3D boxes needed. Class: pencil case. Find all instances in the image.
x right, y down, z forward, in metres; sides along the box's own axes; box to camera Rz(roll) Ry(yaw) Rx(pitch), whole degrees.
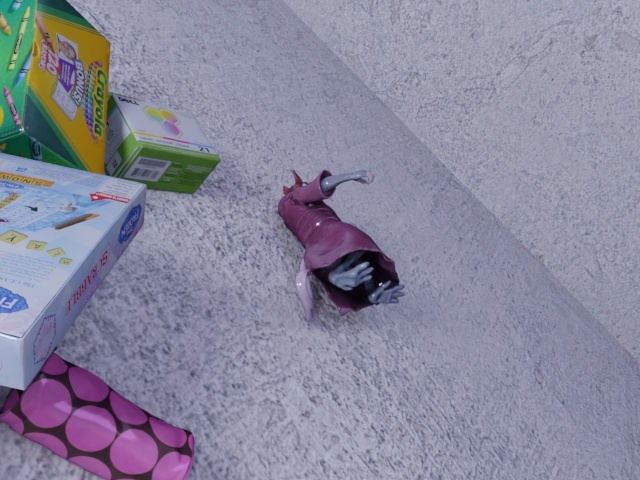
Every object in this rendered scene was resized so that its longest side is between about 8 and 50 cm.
[{"bbox_3d":[-0.241,0.205,0.766,0.209,0.095,0.098,39,10,-16],"label":"pencil case"}]

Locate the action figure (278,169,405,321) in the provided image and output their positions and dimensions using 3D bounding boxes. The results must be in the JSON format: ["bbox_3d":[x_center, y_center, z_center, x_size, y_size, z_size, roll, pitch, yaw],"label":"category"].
[{"bbox_3d":[0.000,0.000,1.375,0.276,0.248,0.370,-26,50,-18],"label":"action figure"}]

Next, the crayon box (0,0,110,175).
[{"bbox_3d":[-0.400,-0.225,1.016,0.165,0.081,0.278,45,35,-59],"label":"crayon box"}]

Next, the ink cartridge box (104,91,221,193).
[{"bbox_3d":[-0.326,-0.216,1.245,0.189,0.097,0.255,3,48,-53],"label":"ink cartridge box"}]

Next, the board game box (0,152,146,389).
[{"bbox_3d":[-0.390,-0.001,0.721,0.319,0.065,0.318,12,30,1],"label":"board game box"}]
